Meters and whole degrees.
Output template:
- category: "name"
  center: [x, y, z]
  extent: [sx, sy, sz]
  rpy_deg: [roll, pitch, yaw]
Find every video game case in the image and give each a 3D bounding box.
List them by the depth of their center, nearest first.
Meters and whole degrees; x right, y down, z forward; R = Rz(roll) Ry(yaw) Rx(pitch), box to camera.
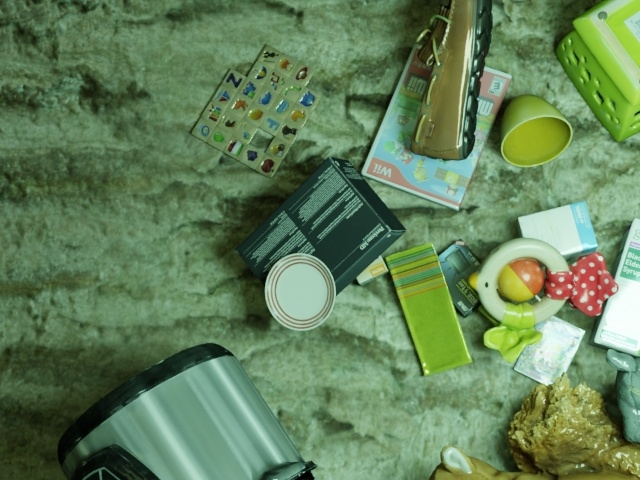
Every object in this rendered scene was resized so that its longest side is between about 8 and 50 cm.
- category: "video game case"
  center: [0.422, 0.203, 1.868]
  extent: [0.087, 0.011, 0.122]
  rpy_deg: [26, 85, 13]
- category: "video game case"
  center: [0.225, -0.223, 1.974]
  extent: [0.204, 0.025, 0.285]
  rpy_deg: [21, 84, 13]

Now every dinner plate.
- category: "dinner plate"
  center: [-0.035, 0.094, 1.853]
  extent: [0.141, 0.017, 0.141]
  rpy_deg: [1, 92, 22]

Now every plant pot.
- category: "plant pot"
  center: [0.584, -0.347, 1.842]
  extent: [0.227, 0.207, 0.228]
  rpy_deg: [-32, 77, 2]
- category: "plant pot"
  center: [0.392, -0.218, 1.901]
  extent: [0.134, 0.134, 0.095]
  rpy_deg: [-16, 52, 6]

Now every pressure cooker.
- category: "pressure cooker"
  center: [-0.202, 0.433, 1.753]
  extent: [0.375, 0.370, 0.420]
  rpy_deg: [-33, 77, -8]

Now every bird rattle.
- category: "bird rattle"
  center: [0.377, 0.088, 1.783]
  extent: [0.253, 0.143, 0.207]
  rpy_deg: [-37, 109, 21]

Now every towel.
- category: "towel"
  center: [0.200, 0.127, 1.889]
  extent: [0.102, 0.021, 0.237]
  rpy_deg: [-22, 82, 29]

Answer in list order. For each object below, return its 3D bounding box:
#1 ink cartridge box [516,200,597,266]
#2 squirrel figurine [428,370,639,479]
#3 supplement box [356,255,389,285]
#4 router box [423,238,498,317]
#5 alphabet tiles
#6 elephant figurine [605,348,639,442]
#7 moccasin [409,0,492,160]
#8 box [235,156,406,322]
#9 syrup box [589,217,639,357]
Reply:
- category: "ink cartridge box"
  center: [0.423, -0.006, 1.865]
  extent: [0.143, 0.092, 0.090]
  rpy_deg: [-13, 77, 7]
- category: "squirrel figurine"
  center: [0.380, 0.437, 1.738]
  extent: [0.370, 0.281, 0.397]
  rpy_deg: [20, 69, 23]
- category: "supplement box"
  center: [0.083, 0.029, 1.945]
  extent: [0.062, 0.036, 0.098]
  rpy_deg: [-27, 77, 5]
- category: "router box"
  center: [0.267, 0.070, 1.905]
  extent: [0.092, 0.038, 0.122]
  rpy_deg: [-41, 76, 2]
- category: "alphabet tiles"
  center: [-0.120, -0.270, 2.051]
  extent: [0.198, 0.009, 0.237]
  rpy_deg: [30, 86, 14]
- category: "elephant figurine"
  center: [0.580, 0.250, 1.712]
  extent: [0.169, 0.239, 0.186]
  rpy_deg: [5, 103, 24]
- category: "moccasin"
  center: [0.235, -0.341, 1.891]
  extent: [0.147, 0.139, 0.380]
  rpy_deg: [11, 107, 19]
- category: "box"
  center: [0.000, 0.000, 1.899]
  extent: [0.261, 0.103, 0.184]
  rpy_deg: [-43, 73, 18]
- category: "syrup box"
  center: [0.566, 0.088, 1.821]
  extent: [0.093, 0.096, 0.237]
  rpy_deg: [19, 84, 11]
